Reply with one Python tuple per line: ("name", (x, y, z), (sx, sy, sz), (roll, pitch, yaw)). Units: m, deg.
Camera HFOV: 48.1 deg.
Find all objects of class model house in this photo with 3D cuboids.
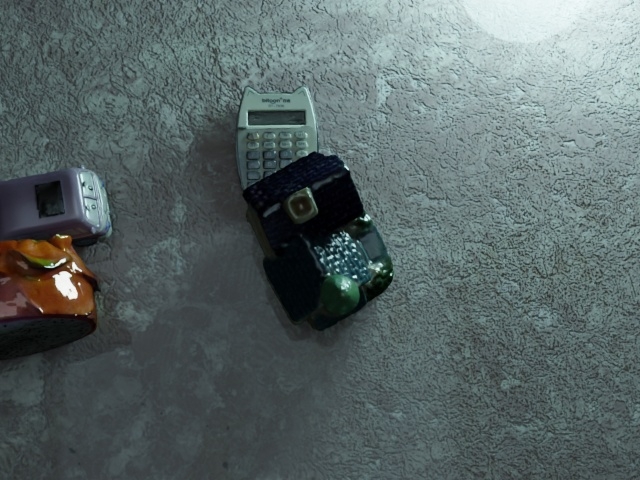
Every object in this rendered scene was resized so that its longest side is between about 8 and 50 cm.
("model house", (-0.002, 0.000, 1.339), (0.243, 0.284, 0.298), (-29, 82, -5))

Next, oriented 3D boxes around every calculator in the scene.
("calculator", (-0.091, -0.200, 1.521), (0.177, 0.040, 0.268), (0, 75, -3))

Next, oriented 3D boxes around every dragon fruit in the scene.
("dragon fruit", (-0.546, 0.092, 1.289), (0.290, 0.291, 0.189), (-16, 75, -8))

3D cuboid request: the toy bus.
("toy bus", (-0.520, -0.056, 1.400), (0.202, 0.142, 0.142), (-12, 74, -7))
